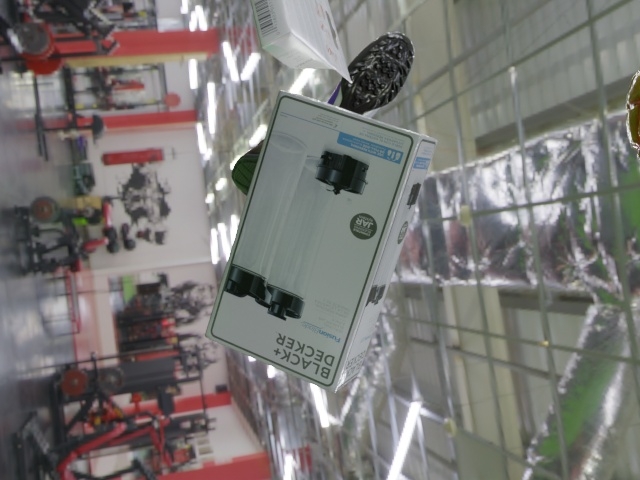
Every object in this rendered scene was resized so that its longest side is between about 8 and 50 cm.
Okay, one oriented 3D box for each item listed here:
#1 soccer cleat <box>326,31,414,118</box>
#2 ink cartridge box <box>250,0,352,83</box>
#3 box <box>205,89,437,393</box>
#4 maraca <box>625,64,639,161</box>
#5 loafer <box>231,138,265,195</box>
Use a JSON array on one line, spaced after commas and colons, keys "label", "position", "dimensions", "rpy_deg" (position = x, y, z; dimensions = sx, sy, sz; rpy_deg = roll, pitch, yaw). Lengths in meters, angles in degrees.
[{"label": "soccer cleat", "position": [0.057, -0.259, 1.440], "dimensions": [0.318, 0.108, 0.116], "rpy_deg": [-56, -158, 17]}, {"label": "ink cartridge box", "position": [-0.036, -0.339, 1.142], "dimensions": [0.225, 0.056, 0.181], "rpy_deg": [20, 54, -66]}, {"label": "box", "position": [0.000, 0.000, 0.839], "dimensions": [0.087, 0.169, 0.290], "rpy_deg": [-14, 125, -71]}, {"label": "maraca", "position": [0.279, -0.084, 0.565], "dimensions": [0.127, 0.099, 0.185], "rpy_deg": [62, 36, -47]}, {"label": "loafer", "position": [-0.052, -0.131, 1.186], "dimensions": [0.096, 0.084, 0.267], "rpy_deg": [45, -28, -12]}]
